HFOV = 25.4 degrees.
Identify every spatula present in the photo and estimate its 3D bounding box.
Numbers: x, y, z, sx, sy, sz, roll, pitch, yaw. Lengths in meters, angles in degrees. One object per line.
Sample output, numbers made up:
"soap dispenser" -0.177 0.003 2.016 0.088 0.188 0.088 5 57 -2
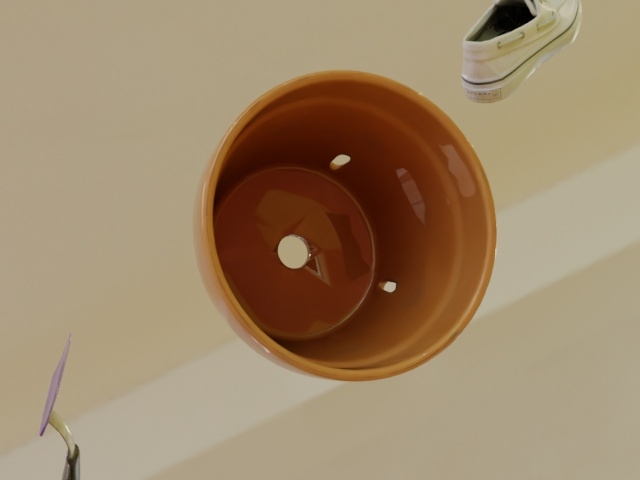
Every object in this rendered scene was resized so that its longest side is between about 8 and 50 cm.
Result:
"spatula" -0.276 0.215 1.526 0.030 0.084 0.296 5 -41 1

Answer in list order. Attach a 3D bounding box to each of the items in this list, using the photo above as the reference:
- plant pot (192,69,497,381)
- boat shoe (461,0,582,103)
"plant pot" 0.000 0.000 1.399 0.291 0.291 0.203 -8 -7 -20
"boat shoe" 0.215 -0.229 1.491 0.083 0.226 0.076 7 -51 28
